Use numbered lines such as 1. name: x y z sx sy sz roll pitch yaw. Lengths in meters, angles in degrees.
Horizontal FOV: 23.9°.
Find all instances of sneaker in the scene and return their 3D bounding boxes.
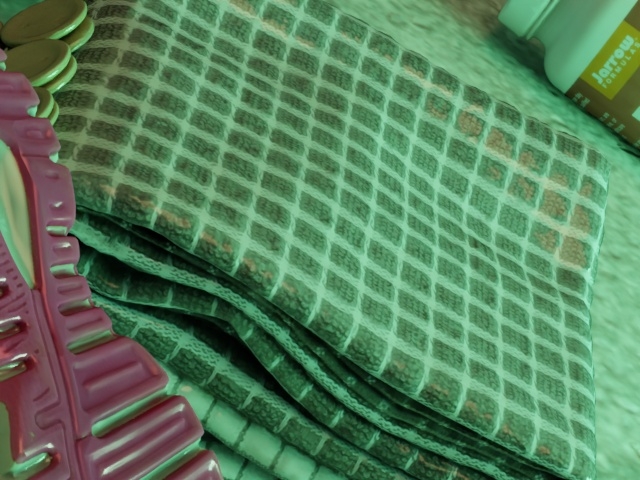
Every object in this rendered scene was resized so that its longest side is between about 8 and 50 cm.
1. sneaker: -0.118 0.058 0.498 0.103 0.111 0.252 -8 73 -60

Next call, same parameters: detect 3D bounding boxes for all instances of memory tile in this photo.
1. memory tile: -0.163 -0.051 0.586 0.113 0.148 0.012 -88 162 -55

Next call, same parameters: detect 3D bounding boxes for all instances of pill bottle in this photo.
1. pill bottle: 0.237 -0.129 1.059 0.216 0.121 0.121 36 31 3

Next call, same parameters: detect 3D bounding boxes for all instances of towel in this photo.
1. towel: 0.000 0.000 0.662 0.284 0.121 0.235 28 33 -13
